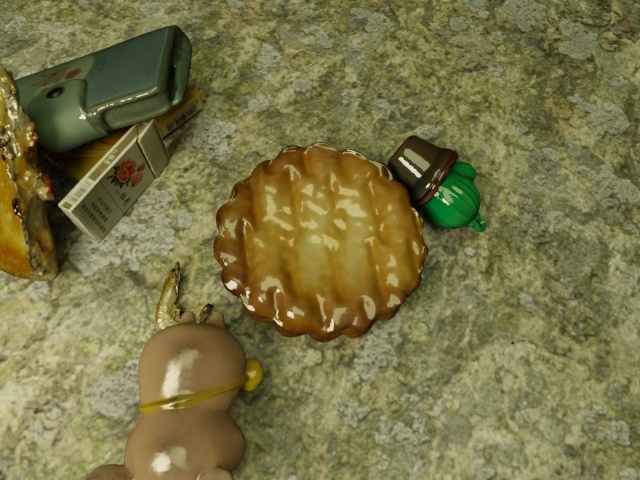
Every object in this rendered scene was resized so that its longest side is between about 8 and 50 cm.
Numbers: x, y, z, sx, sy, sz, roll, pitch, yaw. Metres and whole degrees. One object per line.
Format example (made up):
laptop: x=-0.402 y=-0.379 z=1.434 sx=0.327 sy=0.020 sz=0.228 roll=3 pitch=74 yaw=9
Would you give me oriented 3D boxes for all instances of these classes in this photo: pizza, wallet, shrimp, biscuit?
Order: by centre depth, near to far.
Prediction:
pizza: x=-0.457 y=-0.090 z=0.639 sx=0.189 sy=0.296 sz=0.071 roll=7 pitch=19 yaw=23
shrimp: x=-0.207 y=0.089 z=0.681 sx=0.083 sy=0.023 sz=0.114 roll=4 pitch=69 yaw=-5
biscuit: x=0.000 y=0.000 z=0.694 sx=0.326 sy=0.107 sz=0.325 roll=1 pitch=67 yaw=-3
wallet: x=-0.396 y=-0.242 z=0.734 sx=0.361 sy=0.083 sz=0.252 roll=-17 pitch=47 yaw=6

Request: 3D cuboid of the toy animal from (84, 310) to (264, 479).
toy animal: x=-0.164 y=0.208 z=0.565 sx=0.165 sy=0.149 sz=0.247 roll=-9 pitch=52 yaw=8

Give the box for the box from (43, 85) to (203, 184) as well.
box: x=-0.366 y=-0.218 z=0.808 sx=0.152 sy=0.043 sz=0.269 roll=35 pitch=66 yaw=17

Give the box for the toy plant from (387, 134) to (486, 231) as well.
toy plant: x=0.212 y=-0.096 z=0.762 sx=0.200 sy=0.105 sz=0.143 roll=40 pitch=52 yaw=-4

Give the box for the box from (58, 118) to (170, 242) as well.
box: x=-0.323 y=-0.099 z=0.717 sx=0.029 sy=0.109 sz=0.198 roll=27 pitch=66 yaw=9
